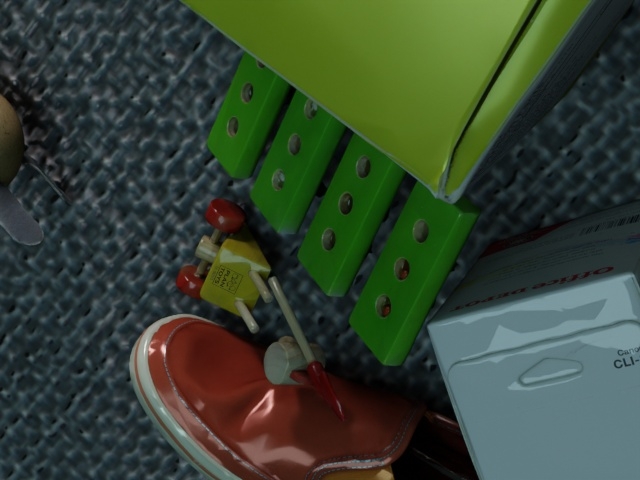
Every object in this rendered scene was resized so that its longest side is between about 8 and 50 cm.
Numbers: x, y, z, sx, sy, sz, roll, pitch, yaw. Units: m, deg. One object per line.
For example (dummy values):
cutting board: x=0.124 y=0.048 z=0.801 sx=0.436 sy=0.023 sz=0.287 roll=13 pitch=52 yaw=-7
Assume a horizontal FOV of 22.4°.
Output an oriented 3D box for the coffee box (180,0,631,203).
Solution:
coffee box: x=0.062 y=-0.278 z=0.825 sx=0.337 sy=0.334 sz=0.338 roll=37 pitch=114 yaw=6

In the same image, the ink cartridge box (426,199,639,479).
ink cartridge box: x=0.159 y=0.066 z=0.979 sx=0.128 sy=0.176 sz=0.127 roll=-16 pitch=100 yaw=23

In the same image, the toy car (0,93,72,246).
toy car: x=-0.263 y=-0.060 z=1.114 sx=0.188 sy=0.155 sz=0.149 roll=33 pitch=114 yaw=-6

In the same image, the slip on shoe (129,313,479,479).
slip on shoe: x=0.028 y=0.137 z=1.071 sx=0.331 sy=0.123 sz=0.101 roll=30 pitch=130 yaw=2

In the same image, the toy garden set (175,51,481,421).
toy garden set: x=0.000 y=0.000 z=1.026 sx=0.244 sy=0.049 sz=0.204 roll=51 pitch=125 yaw=43
